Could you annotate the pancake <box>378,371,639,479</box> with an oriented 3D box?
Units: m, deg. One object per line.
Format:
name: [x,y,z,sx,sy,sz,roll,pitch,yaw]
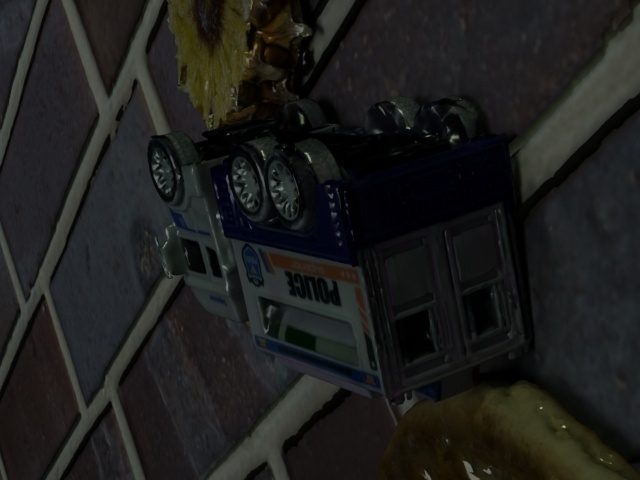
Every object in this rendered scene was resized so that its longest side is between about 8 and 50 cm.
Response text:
pancake: [0.123,0.245,0.783,0.356,0.065,0.356,27,122,54]

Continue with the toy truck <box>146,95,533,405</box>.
toy truck: [0.000,0.000,0.863,0.268,0.124,0.155,10,115,61]

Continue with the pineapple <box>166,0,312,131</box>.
pineapple: [-0.066,-0.174,1.009,0.221,0.047,0.221,33,128,56]
